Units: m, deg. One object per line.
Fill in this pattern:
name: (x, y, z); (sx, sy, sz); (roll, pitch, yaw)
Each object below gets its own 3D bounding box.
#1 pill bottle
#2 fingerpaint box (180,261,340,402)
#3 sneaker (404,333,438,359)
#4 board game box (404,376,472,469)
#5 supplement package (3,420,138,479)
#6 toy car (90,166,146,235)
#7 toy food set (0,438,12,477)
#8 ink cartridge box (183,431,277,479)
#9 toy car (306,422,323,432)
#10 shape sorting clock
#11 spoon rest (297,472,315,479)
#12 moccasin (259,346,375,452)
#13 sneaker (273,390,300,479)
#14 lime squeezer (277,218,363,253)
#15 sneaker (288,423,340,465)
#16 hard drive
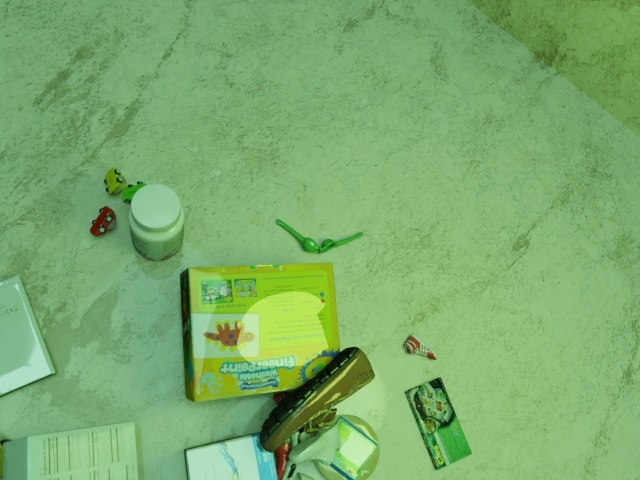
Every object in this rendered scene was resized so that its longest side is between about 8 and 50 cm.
pill bottle: (-0.491, -0.052, 1.675); (0.160, 0.283, 0.160); (5, 70, -14)
fingerpaint box: (-0.178, 0.262, 1.662); (0.444, 0.163, 0.371); (-2, 81, -24)
sneaker: (0.335, 0.376, 1.878); (0.118, 0.042, 0.067); (41, 62, 10)
board game box: (0.385, 0.595, 1.823); (0.136, 0.030, 0.260); (-15, 76, -22)
supplement package: (-0.630, 0.583, 1.408); (0.262, 0.199, 0.198); (7, 67, -44)
toy car: (-0.609, -0.129, 1.737); (0.053, 0.225, 0.239); (33, 56, -49)
toy food set: (-0.879, 0.566, 1.477); (0.217, 0.071, 0.128); (25, 96, -1)
ink cartridge box: (-0.254, 0.643, 1.556); (0.232, 0.171, 0.168); (-7, 73, -18)
toy car: (-0.011, 0.537, 1.728); (0.060, 0.040, 0.122); (9, 59, 10)
shape sorting clock: (0.080, 0.643, 1.716); (0.206, 0.040, 0.206); (4, 62, -8)
spoon rest: (-0.084, 0.811, 1.591); (0.137, 0.084, 0.276); (24, 66, -6)
moccasin: (-0.003, 0.459, 1.557); (0.380, 0.139, 0.147); (-35, 99, -29)
sneaker: (-0.118, 0.593, 1.667); (0.118, 0.107, 0.279); (5, 66, 6)
lime squeezer: (0.000, 0.000, 1.925); (0.310, 0.059, 0.110); (8, 39, -11)
sneaker: (-0.003, 0.612, 1.610); (0.212, 0.080, 0.094); (-11, 81, -52)
hard drive: (-0.907, 0.278, 1.580); (0.203, 0.040, 0.308); (-22, 78, -21)
